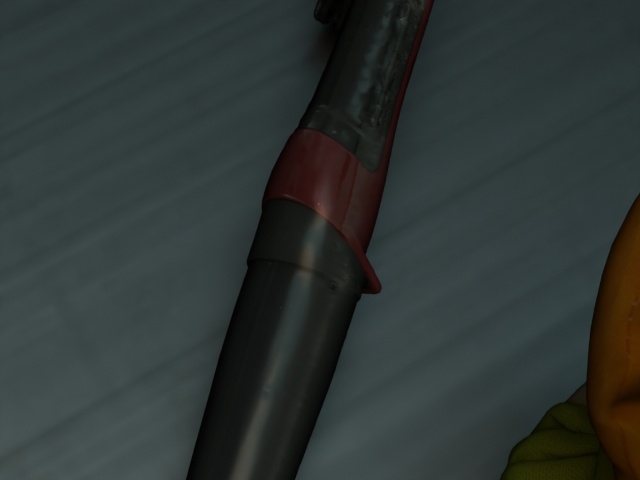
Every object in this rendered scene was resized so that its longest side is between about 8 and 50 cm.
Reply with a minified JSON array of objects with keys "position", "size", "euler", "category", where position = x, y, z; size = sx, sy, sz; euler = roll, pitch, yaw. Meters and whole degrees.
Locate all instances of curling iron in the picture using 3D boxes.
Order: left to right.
[{"position":[0.000,0.000,0.464],"size":[0.035,0.068,0.274],"euler":[15,68,-2],"category":"curling iron"}]

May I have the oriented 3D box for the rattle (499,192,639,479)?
[{"position":[0.140,0.083,0.398],"size":[0.130,0.143,0.200],"euler":[-24,62,-38],"category":"rattle"}]
